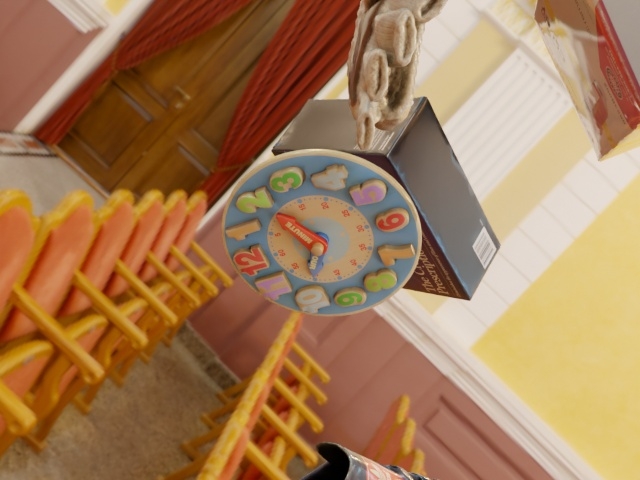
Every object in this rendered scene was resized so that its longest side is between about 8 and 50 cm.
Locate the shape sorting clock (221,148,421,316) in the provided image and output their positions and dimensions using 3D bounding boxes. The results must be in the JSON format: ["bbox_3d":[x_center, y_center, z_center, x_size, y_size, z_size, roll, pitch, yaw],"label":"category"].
[{"bbox_3d":[0.000,0.000,0.777,0.206,0.206,0.040,42,34,-20],"label":"shape sorting clock"}]

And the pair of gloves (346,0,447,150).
[{"bbox_3d":[0.042,-0.184,0.427,0.042,0.240,0.204,7,23,-7],"label":"pair of gloves"}]

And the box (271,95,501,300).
[{"bbox_3d":[0.087,-0.051,0.951,0.184,0.103,0.261,11,-33,44],"label":"box"}]

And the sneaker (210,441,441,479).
[{"bbox_3d":[0.069,0.217,0.563,0.131,0.350,0.148,-117,-160,-70],"label":"sneaker"}]

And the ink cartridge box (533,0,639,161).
[{"bbox_3d":[0.426,-0.282,1.035,0.385,0.160,0.279,10,58,-77],"label":"ink cartridge box"}]
